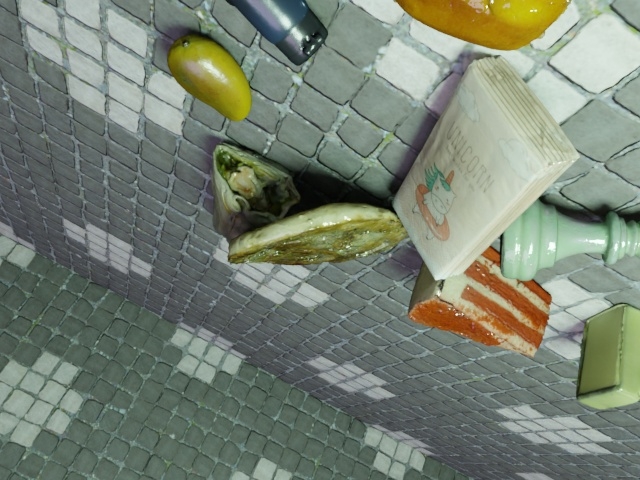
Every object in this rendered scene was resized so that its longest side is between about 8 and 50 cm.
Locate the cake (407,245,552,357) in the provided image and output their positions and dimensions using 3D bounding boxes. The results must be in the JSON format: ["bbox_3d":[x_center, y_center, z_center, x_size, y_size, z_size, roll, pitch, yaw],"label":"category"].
[{"bbox_3d":[0.290,0.117,1.012,0.262,0.158,0.159,34,155,-18],"label":"cake"}]

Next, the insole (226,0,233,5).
[{"bbox_3d":[-0.085,-0.344,0.696,0.135,0.002,0.045,-5,138,43],"label":"insole"}]

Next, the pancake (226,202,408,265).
[{"bbox_3d":[0.000,0.002,0.995,0.356,0.065,0.356,-6,168,-1],"label":"pancake"}]

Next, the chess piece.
[{"bbox_3d":[0.407,-0.006,0.774,0.271,0.139,0.139,1,145,17],"label":"chess piece"}]

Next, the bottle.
[{"bbox_3d":[-0.090,-0.325,0.654,0.244,0.072,0.082,42,-176,-25],"label":"bottle"}]

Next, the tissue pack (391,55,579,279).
[{"bbox_3d":[0.207,-0.081,0.752,0.325,0.071,0.170,110,139,-62],"label":"tissue pack"}]

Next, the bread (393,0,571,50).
[{"bbox_3d":[0.153,-0.275,0.520,0.190,0.114,0.132,20,149,-1],"label":"bread"}]

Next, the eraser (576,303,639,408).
[{"bbox_3d":[0.533,0.214,0.962,0.058,0.172,0.117,25,151,-2],"label":"eraser"}]

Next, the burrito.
[{"bbox_3d":[-0.153,-0.048,1.116,0.190,0.135,0.332,19,155,-3],"label":"burrito"}]

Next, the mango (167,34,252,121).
[{"bbox_3d":[-0.169,-0.255,0.837,0.103,0.076,0.161,-8,141,38],"label":"mango"}]
